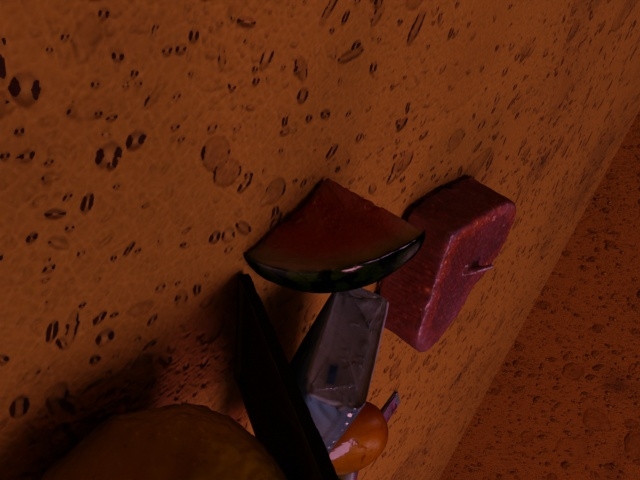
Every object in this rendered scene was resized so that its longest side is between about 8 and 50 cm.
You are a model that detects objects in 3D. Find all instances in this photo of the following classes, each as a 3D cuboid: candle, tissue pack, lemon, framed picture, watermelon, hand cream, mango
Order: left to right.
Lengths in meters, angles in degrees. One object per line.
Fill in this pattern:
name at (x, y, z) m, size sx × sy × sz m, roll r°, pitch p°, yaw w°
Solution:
lemon at (-0.147, 0.296, 0.627) m, size 0.268 × 0.268 × 0.322 m, roll -37°, pitch 165°, yaw -38°
framed picture at (-0.045, 0.187, 0.703) m, size 0.018 × 0.265 × 0.192 m, roll -11°, pitch 136°, yaw -19°
tissue pack at (-0.010, 0.197, 0.857) m, size 0.177 × 0.089 × 0.263 m, roll -69°, pitch -177°, yaw -46°
watermelon at (0.006, 0.020, 0.763) m, size 0.145 × 0.137 × 0.193 m, roll -46°, pitch -165°, yaw -26°
mango at (0.040, 0.364, 1.222) m, size 0.219 × 0.112 × 0.144 m, roll -5°, pitch 128°, yaw -55°
hand cream at (0.112, 0.479, 1.582) m, size 0.275 × 0.050 × 0.079 m, roll -54°, pitch -179°, yaw -20°
candle at (0.218, 0.025, 1.137) m, size 0.317 × 0.131 × 0.287 m, roll -54°, pitch 153°, yaw -11°
